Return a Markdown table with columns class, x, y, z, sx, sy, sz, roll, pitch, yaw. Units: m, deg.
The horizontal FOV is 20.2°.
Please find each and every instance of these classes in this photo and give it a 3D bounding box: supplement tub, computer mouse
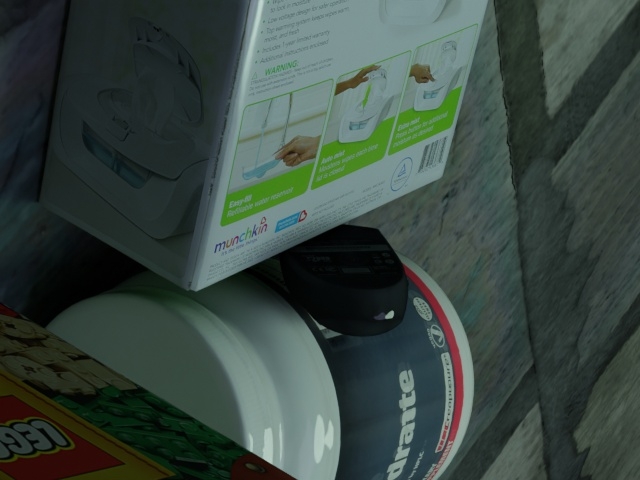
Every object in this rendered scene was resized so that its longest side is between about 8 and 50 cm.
| class | x | y | z | sx | sy | sz | roll | pitch | yaw |
| --- | --- | --- | --- | --- | --- | --- | --- | --- | --- |
| supplement tub | -0.040 | 0.101 | 1.124 | 0.272 | 0.191 | 0.191 | -10 | 123 | -58 |
| computer mouse | 0.000 | 0.000 | 1.096 | 0.071 | 0.242 | 0.041 | 0 | 114 | -12 |

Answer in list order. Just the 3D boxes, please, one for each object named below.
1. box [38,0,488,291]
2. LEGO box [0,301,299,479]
| class | x | y | z | sx | sy | sz | roll | pitch | yaw |
| --- | --- | --- | --- | --- | --- | --- | --- | --- | --- |
| box | -0.015 | -0.127 | 1.029 | 0.262 | 0.126 | 0.231 | -26 | 135 | -50 |
| LEGO box | -0.254 | 0.251 | 0.679 | 0.193 | 0.372 | 0.500 | -2 | 117 | -61 |
